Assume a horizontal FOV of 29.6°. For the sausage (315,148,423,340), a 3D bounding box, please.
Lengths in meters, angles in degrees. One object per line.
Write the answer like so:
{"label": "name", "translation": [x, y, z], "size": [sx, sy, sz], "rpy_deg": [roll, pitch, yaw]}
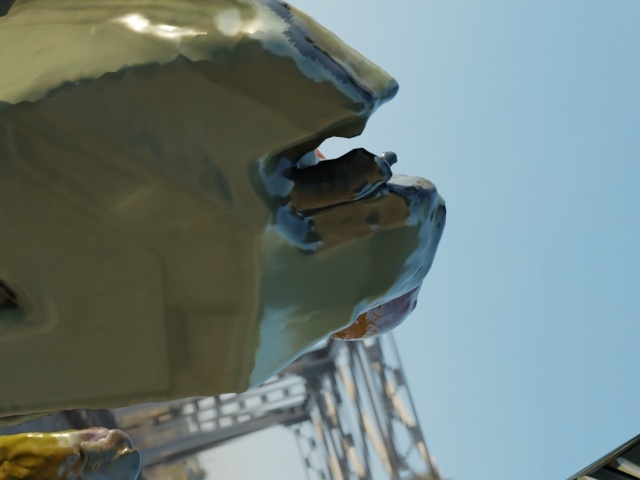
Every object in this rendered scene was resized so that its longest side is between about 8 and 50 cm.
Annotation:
{"label": "sausage", "translation": [-0.001, 0.001, 1.364], "size": [0.268, 0.141, 0.153], "rpy_deg": [45, -1, -7]}

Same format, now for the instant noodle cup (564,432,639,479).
{"label": "instant noodle cup", "translation": [0.169, 0.167, 0.365], "size": [0.178, 0.240, 0.240], "rpy_deg": [63, -7, -12]}

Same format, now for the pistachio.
{"label": "pistachio", "translation": [-0.209, 0.181, 0.847], "size": [0.089, 0.173, 0.049], "rpy_deg": [61, 7, -13]}

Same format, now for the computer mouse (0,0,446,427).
{"label": "computer mouse", "translation": [-0.149, -0.017, 0.632], "size": [0.145, 0.429, 0.228], "rpy_deg": [-78, 148, -46]}
